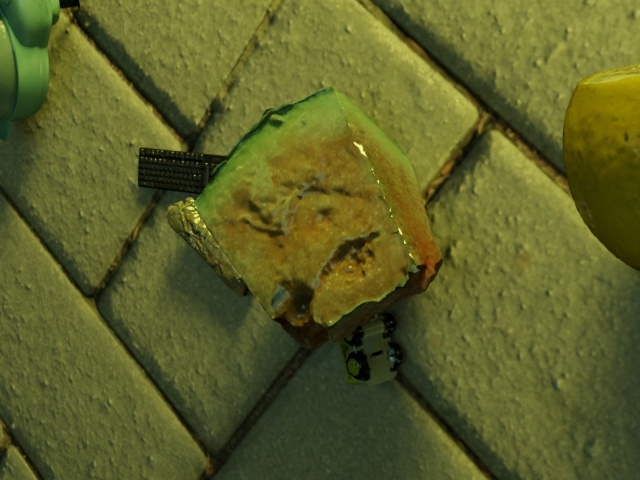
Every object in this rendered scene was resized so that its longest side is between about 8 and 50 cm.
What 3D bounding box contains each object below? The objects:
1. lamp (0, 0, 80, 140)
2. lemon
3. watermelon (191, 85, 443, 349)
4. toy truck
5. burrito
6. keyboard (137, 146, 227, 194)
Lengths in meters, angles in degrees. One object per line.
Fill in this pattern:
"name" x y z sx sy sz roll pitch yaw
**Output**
"lamp" -0.497 -0.311 1.446 0.284 0.147 0.209 -47 67 26
"lemon" 0.354 -0.069 0.866 0.240 0.240 0.219 -5 103 33
"watermelon" 0.006 -0.003 1.138 0.264 0.151 0.302 -40 62 24
"toy truck" 0.051 0.130 1.182 0.077 0.076 0.111 -17 84 53
"burrito" -0.155 0.006 1.318 0.051 0.042 0.171 -48 71 16
"keyboard" -0.190 -0.099 1.345 0.204 0.013 0.061 9 100 32
